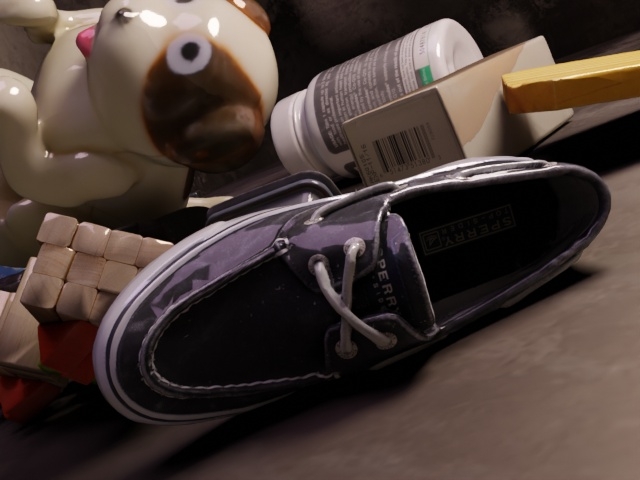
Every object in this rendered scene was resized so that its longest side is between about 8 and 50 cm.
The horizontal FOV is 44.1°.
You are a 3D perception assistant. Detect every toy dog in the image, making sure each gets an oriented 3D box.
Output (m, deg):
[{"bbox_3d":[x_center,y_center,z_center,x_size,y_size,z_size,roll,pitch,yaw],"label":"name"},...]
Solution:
[{"bbox_3d":[-0.220,-0.124,0.920,0.408,0.396,0.284,-30,38,44],"label":"toy dog"}]

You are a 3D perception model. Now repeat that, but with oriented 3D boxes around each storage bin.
[{"bbox_3d":[-0.040,0.017,0.690,0.135,0.098,0.091,-17,38,29],"label":"storage bin"}]

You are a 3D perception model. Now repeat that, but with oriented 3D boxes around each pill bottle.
[{"bbox_3d":[0.102,-0.229,1.389,0.361,0.204,0.204,-16,11,33],"label":"pill bottle"}]

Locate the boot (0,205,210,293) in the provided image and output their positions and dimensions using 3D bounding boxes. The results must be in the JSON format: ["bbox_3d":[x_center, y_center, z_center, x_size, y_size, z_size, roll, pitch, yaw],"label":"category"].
[{"bbox_3d":[-0.247,0.033,0.916,0.229,0.091,0.263,-16,-5,34],"label":"boot"}]

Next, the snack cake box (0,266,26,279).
[{"bbox_3d":[-0.485,-0.027,1.254,0.089,0.152,0.264,-18,10,25],"label":"snack cake box"}]

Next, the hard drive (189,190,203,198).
[{"bbox_3d":[-0.256,-0.022,1.405,0.135,0.094,0.022,-20,10,18],"label":"hard drive"}]

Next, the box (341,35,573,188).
[{"bbox_3d":[0.182,-0.150,0.988,0.148,0.121,0.311,-16,11,40],"label":"box"}]

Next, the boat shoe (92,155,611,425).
[{"bbox_3d":[0.024,0.023,0.437,0.302,0.108,0.102,-18,6,-17],"label":"boat shoe"}]

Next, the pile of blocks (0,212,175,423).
[{"bbox_3d":[-0.192,0.092,0.625,0.362,0.149,0.112,-26,46,57],"label":"pile of blocks"}]

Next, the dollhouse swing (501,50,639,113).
[{"bbox_3d":[0.348,-0.271,0.753,0.305,0.314,0.347,8,16,10],"label":"dollhouse swing"}]
